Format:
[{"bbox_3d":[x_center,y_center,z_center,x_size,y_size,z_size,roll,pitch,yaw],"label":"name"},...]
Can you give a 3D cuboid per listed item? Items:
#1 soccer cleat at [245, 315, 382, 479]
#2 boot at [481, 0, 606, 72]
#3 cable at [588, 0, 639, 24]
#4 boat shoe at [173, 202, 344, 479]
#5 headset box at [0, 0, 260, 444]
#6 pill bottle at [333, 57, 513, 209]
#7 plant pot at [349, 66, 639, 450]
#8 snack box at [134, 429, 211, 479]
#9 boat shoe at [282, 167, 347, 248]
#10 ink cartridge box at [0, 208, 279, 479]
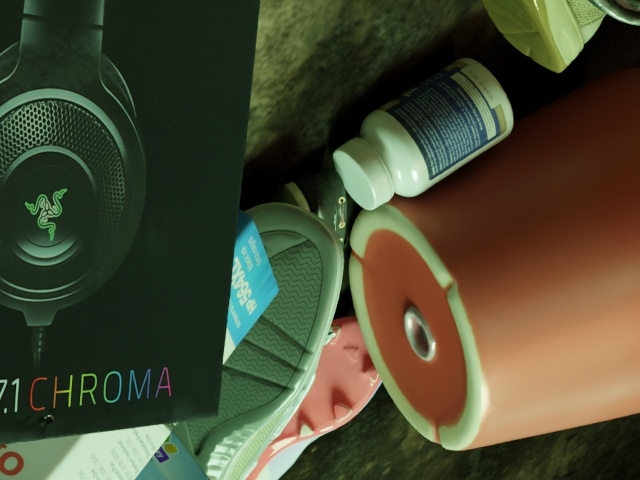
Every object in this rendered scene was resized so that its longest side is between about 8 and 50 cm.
[{"bbox_3d":[-0.040,0.154,1.271,0.248,0.083,0.095,-47,179,0],"label":"soccer cleat"},{"bbox_3d":[0.175,-0.247,0.960,0.203,0.095,0.262,-44,145,-7],"label":"boot"},{"bbox_3d":[0.105,-0.224,0.798,0.139,0.072,0.287,-29,108,-6],"label":"cable"},{"bbox_3d":[-0.070,0.104,1.116,0.320,0.118,0.103,-66,171,25],"label":"boat shoe"},{"bbox_3d":[-0.153,-0.066,0.649,0.246,0.131,0.283,2,96,-51],"label":"headset box"},{"bbox_3d":[0.070,-0.073,1.092,0.120,0.067,0.067,-33,150,-18],"label":"pill bottle"},{"bbox_3d":[0.171,0.029,1.181,0.243,0.275,0.275,-20,145,-21],"label":"plant pot"},{"bbox_3d":[-0.155,0.163,1.018,0.070,0.174,0.207,-22,147,-31],"label":"snack box"},{"bbox_3d":[0.001,0.001,1.124,0.042,0.049,0.133,-24,143,-16],"label":"boat shoe"},{"bbox_3d":[-0.144,0.051,0.854,0.203,0.148,0.086,-53,156,-21],"label":"ink cartridge box"}]
